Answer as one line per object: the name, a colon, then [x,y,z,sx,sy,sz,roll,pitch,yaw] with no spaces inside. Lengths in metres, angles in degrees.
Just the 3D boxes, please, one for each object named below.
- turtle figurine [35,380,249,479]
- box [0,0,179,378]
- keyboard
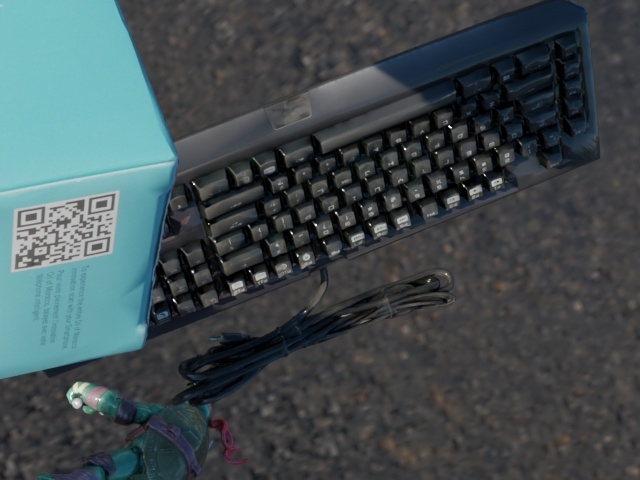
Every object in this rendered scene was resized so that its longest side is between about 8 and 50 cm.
turtle figurine: [-0.163,0.198,1.652,0.175,0.118,0.234,55,38,-10]
box: [-0.115,-0.084,0.579,0.060,0.100,0.244,-11,58,-20]
keyboard: [0.000,0.000,0.940,0.317,0.201,0.033,-21,50,-7]
